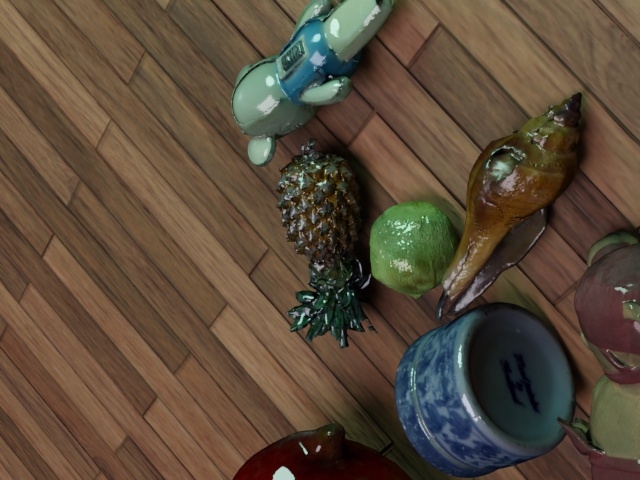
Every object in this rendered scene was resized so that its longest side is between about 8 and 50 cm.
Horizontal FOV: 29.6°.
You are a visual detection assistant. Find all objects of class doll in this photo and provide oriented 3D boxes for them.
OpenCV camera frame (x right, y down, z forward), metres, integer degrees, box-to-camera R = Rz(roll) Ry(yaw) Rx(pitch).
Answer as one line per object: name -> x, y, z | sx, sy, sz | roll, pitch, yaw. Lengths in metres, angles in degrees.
doll -> 0.286, 0.125, 0.993 | 0.196, 0.152, 0.256 | -156, 60, -72

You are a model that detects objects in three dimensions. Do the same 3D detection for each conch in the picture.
conch -> 0.160, -0.033, 1.058 | 0.080, 0.086, 0.233 | 61, 143, 31

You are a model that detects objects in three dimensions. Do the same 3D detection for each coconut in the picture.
coconut -> 0.089, 0.012, 1.154 | 0.087, 0.088, 0.096 | 6, 113, 41

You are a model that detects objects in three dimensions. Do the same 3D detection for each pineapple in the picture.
pineapple -> 0.000, 0.001, 1.226 | 0.103, 0.083, 0.221 | 4, 118, 24

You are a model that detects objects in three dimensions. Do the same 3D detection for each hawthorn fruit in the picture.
hawthorn fruit -> 0.009, 0.362, 1.311 | 0.295, 0.295, 0.311 | -32, 90, 48

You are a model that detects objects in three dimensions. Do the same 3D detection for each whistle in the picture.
whistle -> -0.007, -0.165, 1.144 | 0.235, 0.077, 0.114 | -37, 55, 42

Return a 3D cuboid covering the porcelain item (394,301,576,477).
porcelain item -> 0.150, 0.141, 1.129 | 0.147, 0.147, 0.114 | 57, 140, 0
